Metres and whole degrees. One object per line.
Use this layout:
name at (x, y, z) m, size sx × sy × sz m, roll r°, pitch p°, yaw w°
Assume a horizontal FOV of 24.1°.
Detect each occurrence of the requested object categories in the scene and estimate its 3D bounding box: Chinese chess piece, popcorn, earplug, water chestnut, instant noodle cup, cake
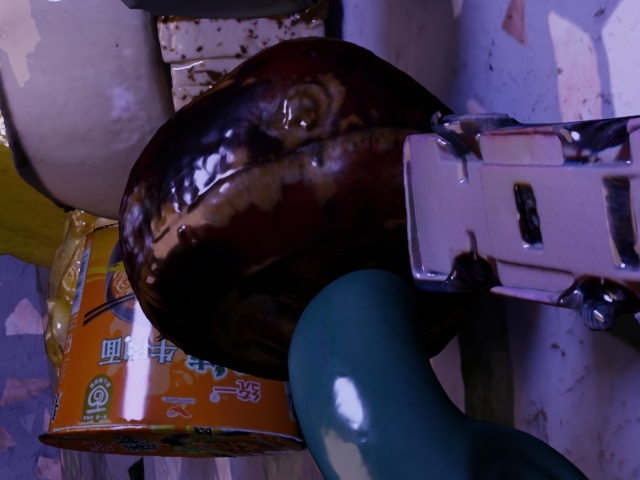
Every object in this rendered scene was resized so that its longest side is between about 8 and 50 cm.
Chinese chess piece at (-0.167, -0.184, 1.274) m, size 0.338 × 0.140 × 0.338 m, roll -4°, pitch -90°, yaw -79°
popcorn at (-0.190, 0.059, 1.545) m, size 0.250 × 0.190 × 0.250 m, roll 179°, pitch 90°, yaw -84°
earplug at (0.073, 0.168, 0.698) m, size 0.257 × 0.164 × 0.280 m, roll 16°, pitch 120°, yaw 40°
water chestnut at (0.000, 0.000, 0.877) m, size 0.223 × 0.224 × 0.238 m, roll 108°, pitch 161°, yaw -51°
instant noodle cup at (-0.124, 0.091, 1.303) m, size 0.230 × 0.230 × 0.182 m, roll 140°, pitch 133°, yaw -69°
cake at (-0.083, -0.178, 1.216) m, size 0.246 × 0.135 × 0.112 m, roll -132°, pitch 39°, yaw -62°

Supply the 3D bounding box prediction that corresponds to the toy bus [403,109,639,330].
toy bus at (0.125, -0.015, 0.644) m, size 0.274 × 0.112 × 0.090 m, roll -171°, pitch 77°, yaw -72°

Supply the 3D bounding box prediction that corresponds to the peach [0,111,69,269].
peach at (-0.327, -0.168, 1.816) m, size 0.380 × 0.242 × 0.306 m, roll 87°, pitch -171°, yaw -54°

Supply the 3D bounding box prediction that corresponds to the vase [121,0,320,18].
vase at (-0.060, -0.319, 0.895) m, size 0.165 × 0.165 × 0.360 m, roll 180°, pitch 89°, yaw -72°
